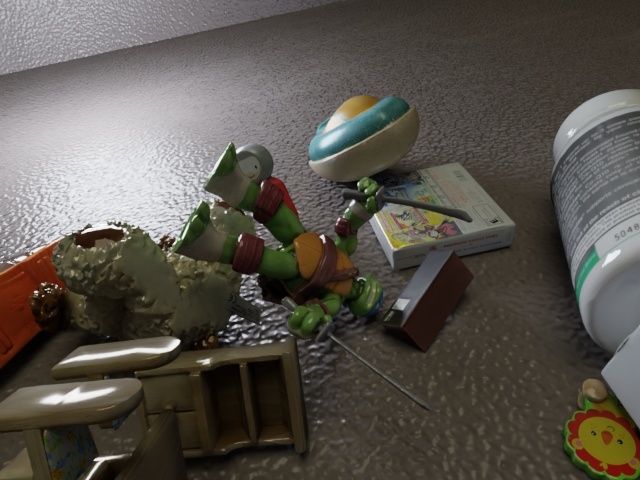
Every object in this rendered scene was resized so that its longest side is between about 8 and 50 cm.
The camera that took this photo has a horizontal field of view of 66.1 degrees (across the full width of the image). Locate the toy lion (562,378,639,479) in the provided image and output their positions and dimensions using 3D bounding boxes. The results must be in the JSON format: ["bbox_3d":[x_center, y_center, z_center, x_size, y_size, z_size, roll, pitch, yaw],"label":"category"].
[{"bbox_3d":[0.289,0.189,0.473,0.100,0.034,0.096,8,47,19],"label":"toy lion"}]

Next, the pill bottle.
[{"bbox_3d":[0.403,-0.039,0.607,0.204,0.204,0.361,3,39,13],"label":"pill bottle"}]

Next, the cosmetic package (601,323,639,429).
[{"bbox_3d":[0.343,0.169,0.384,0.085,0.117,0.231,-11,50,-7],"label":"cosmetic package"}]

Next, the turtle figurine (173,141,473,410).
[{"bbox_3d":[0.000,0.000,0.538,0.266,0.198,0.274,28,-1,-18],"label":"turtle figurine"}]

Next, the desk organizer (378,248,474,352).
[{"bbox_3d":[0.137,0.075,0.628,0.130,0.050,0.047,-49,18,-23],"label":"desk organizer"}]

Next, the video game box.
[{"bbox_3d":[0.174,-0.047,0.787,0.187,0.048,0.205,-9,37,-6],"label":"video game box"}]

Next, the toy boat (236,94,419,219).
[{"bbox_3d":[0.012,-0.156,0.833,0.318,0.148,0.267,-34,13,-16],"label":"toy boat"}]

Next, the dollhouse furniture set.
[{"bbox_3d":[-0.103,0.180,0.405,0.160,0.212,0.242,-6,10,4],"label":"dollhouse furniture set"}]

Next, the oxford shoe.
[{"bbox_3d":[-0.451,0.103,0.643,0.132,0.130,0.363,-6,18,42],"label":"oxford shoe"}]

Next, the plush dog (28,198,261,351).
[{"bbox_3d":[-0.224,0.067,0.631,0.225,0.211,0.262,-1,13,36],"label":"plush dog"}]
